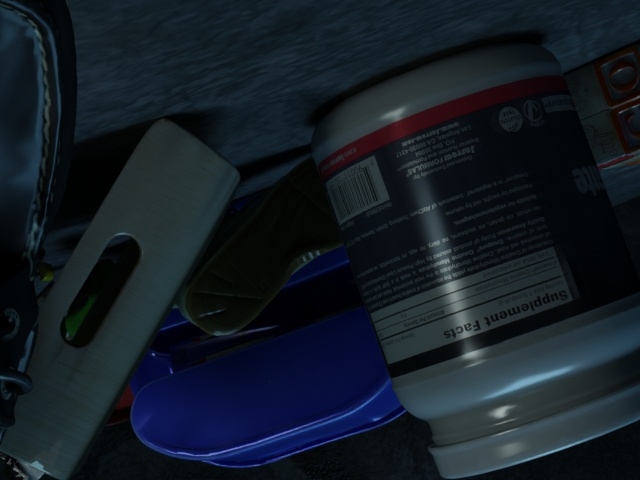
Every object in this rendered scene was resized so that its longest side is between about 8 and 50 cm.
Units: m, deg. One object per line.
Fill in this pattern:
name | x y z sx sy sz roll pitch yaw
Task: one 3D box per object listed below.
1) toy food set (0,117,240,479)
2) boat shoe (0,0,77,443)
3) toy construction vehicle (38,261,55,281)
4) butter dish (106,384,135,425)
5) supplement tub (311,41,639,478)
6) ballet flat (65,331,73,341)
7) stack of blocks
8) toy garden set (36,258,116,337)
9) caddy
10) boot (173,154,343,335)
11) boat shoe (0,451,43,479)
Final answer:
toy food set | -0.155 0.044 0.965 0.219 0.092 0.306 -61 -177 -10
boat shoe | -0.157 0.051 0.491 0.127 0.113 0.340 8 124 -42
toy construction vehicle | -0.284 0.039 1.175 0.098 0.035 0.086 -22 164 21
butter dish | -0.268 0.150 1.888 0.118 0.160 0.160 -48 161 26
supplement tub | 0.120 0.013 1.000 0.191 0.272 0.191 -19 175 -2
ballet flat | -0.242 0.084 1.568 0.073 0.067 0.206 -15 173 -38
stack of blocks | 0.356 -0.139 1.272 0.171 0.087 0.297 -23 173 34
toy garden set | -0.279 0.095 1.251 0.244 0.049 0.204 -44 -167 8
caddy | -0.043 0.083 1.340 0.341 0.241 0.179 -20 170 12
boot | -0.051 -0.012 1.177 0.213 0.077 0.165 -43 -161 -15
boat shoe | -0.305 0.135 1.705 0.340 0.158 0.127 -48 -177 -26
